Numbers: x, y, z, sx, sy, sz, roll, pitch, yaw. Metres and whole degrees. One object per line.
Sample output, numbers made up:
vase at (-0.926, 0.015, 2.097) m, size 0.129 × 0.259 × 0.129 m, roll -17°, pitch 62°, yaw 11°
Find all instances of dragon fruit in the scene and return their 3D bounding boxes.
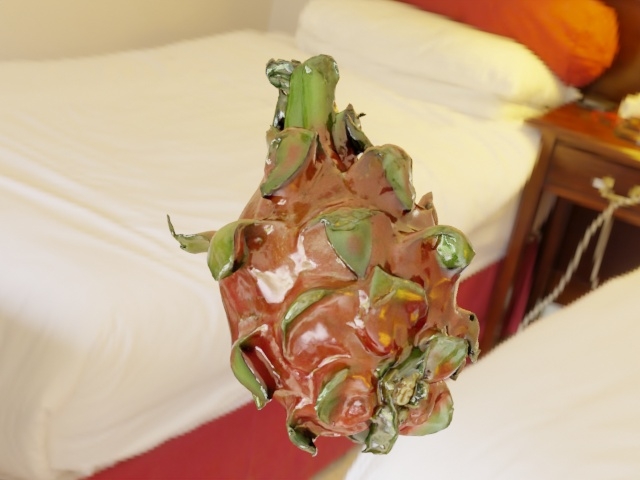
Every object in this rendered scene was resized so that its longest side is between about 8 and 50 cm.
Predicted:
dragon fruit at (-0.003, 0.002, 0.612) m, size 0.137 × 0.135 × 0.236 m, roll -18°, pitch 72°, yaw -19°
